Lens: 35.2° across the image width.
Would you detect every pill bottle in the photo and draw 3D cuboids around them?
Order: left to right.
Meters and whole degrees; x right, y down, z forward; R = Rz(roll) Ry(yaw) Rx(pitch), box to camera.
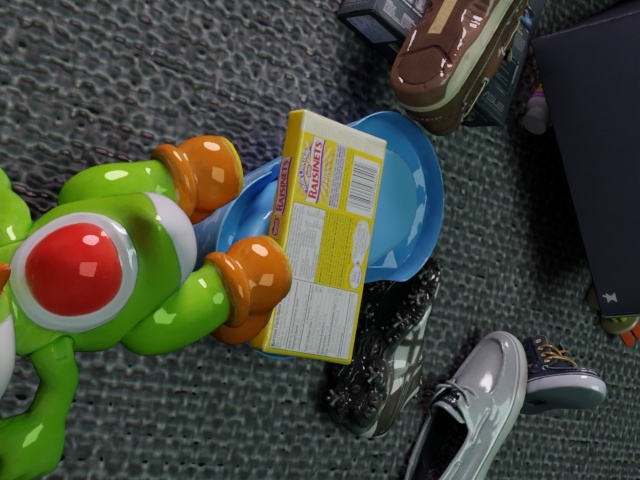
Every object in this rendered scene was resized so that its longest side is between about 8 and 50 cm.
[{"bbox_3d":[0.274,-0.166,1.211,0.083,0.043,0.043,-54,125,-27],"label":"pill bottle"}]

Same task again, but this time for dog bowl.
[{"bbox_3d":[-0.004,-0.011,0.942,0.297,0.074,0.166,-33,114,-36],"label":"dog bowl"}]

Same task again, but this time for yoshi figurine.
[{"bbox_3d":[-0.211,0.055,0.697,0.362,0.203,0.203,-22,127,-39],"label":"yoshi figurine"}]

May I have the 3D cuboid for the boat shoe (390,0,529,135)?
[{"bbox_3d":[0.154,-0.215,0.995,0.257,0.095,0.095,-56,139,-16],"label":"boat shoe"}]

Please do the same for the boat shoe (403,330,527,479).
[{"bbox_3d":[0.156,0.195,1.098,0.081,0.079,0.228,39,70,-42],"label":"boat shoe"}]

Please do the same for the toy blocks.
[{"bbox_3d":[0.426,0.088,1.361,0.148,0.054,0.123,49,60,-33],"label":"toy blocks"}]

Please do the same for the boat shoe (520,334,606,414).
[{"bbox_3d":[0.262,0.144,1.139,0.065,0.183,0.083,22,71,-14],"label":"boat shoe"}]

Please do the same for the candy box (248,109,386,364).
[{"bbox_3d":[0.000,0.000,0.876,0.105,0.027,0.206,15,82,-40],"label":"candy box"}]

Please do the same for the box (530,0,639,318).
[{"bbox_3d":[0.431,-0.124,1.210,0.312,0.179,0.343,-32,108,-49],"label":"box"}]

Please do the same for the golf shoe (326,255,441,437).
[{"bbox_3d":[0.073,0.109,1.032,0.198,0.077,0.094,-61,143,-16],"label":"golf shoe"}]

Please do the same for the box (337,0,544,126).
[{"bbox_3d":[0.137,-0.254,1.067,0.232,0.059,0.183,32,72,-39],"label":"box"}]
